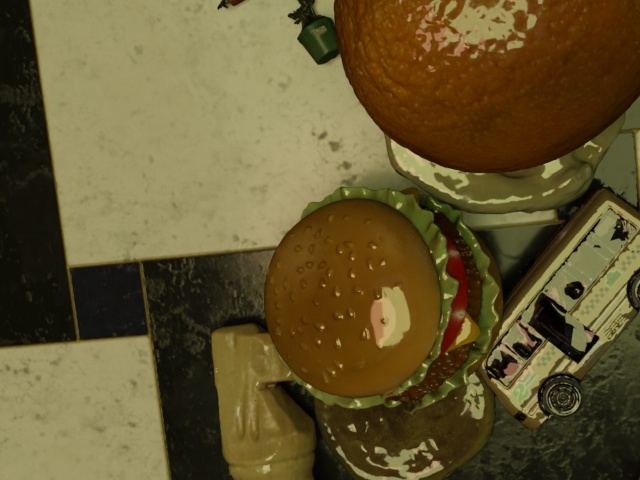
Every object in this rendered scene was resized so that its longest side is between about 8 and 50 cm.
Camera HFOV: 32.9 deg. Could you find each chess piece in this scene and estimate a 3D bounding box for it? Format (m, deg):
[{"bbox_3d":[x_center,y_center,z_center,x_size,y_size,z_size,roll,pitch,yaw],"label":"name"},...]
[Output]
[{"bbox_3d":[-0.071,0.256,1.421,0.137,0.137,0.300,-10,87,10],"label":"chess piece"}]

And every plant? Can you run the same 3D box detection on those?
[{"bbox_3d":[-0.012,-0.274,1.366,0.051,0.051,0.102,-30,81,12],"label":"plant"}]

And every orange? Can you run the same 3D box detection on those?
[{"bbox_3d":[0.177,-0.221,1.070,0.322,0.357,0.322,-2,82,17],"label":"orange"}]

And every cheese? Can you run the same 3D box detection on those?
[{"bbox_3d":[0.218,-0.191,1.305,0.318,0.115,0.326,36,102,4],"label":"cheese"}]

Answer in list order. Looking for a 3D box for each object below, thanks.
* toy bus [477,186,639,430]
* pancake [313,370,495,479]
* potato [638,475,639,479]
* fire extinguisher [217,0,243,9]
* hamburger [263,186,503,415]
[{"bbox_3d":[0.302,0.081,1.317,0.157,0.139,0.289,39,101,6],"label":"toy bus"},{"bbox_3d":[0.105,0.224,1.413,0.242,0.050,0.242,1,98,10],"label":"pancake"},{"bbox_3d":[0.443,0.302,1.363,0.083,0.062,0.068,-21,67,-6],"label":"potato"},{"bbox_3d":[-0.096,-0.319,1.383,0.083,0.028,0.022,-27,116,11],"label":"fire extinguisher"},{"bbox_3d":[0.058,0.068,1.261,0.274,0.212,0.274,-4,83,39],"label":"hamburger"}]
